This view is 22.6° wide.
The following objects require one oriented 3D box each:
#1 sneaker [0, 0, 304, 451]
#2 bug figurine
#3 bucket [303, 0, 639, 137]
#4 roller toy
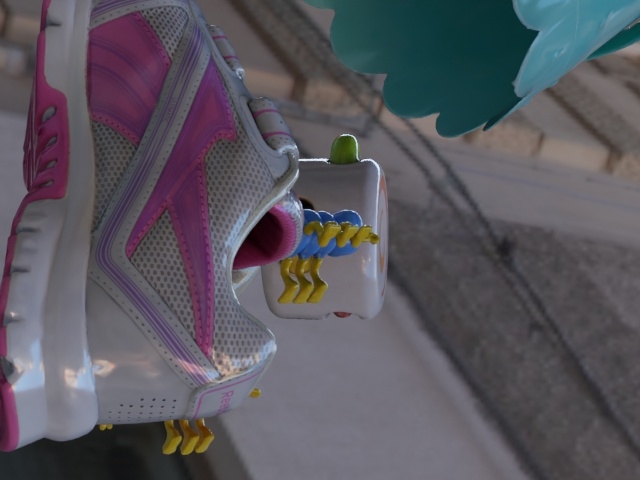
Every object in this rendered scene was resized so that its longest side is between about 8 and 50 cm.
[{"bbox_3d":[-0.063,-0.030,0.635,0.103,0.111,0.252,117,-22,-60],"label":"sneaker"},{"bbox_3d":[-0.089,0.056,1.242,0.279,0.216,0.072,-52,-129,32],"label":"bug figurine"},{"bbox_3d":[0.103,-0.218,0.986,0.281,0.183,0.281,48,-21,26],"label":"bucket"},{"bbox_3d":[0.000,0.000,1.861,0.209,0.146,0.191,-82,170,-47],"label":"roller toy"}]
